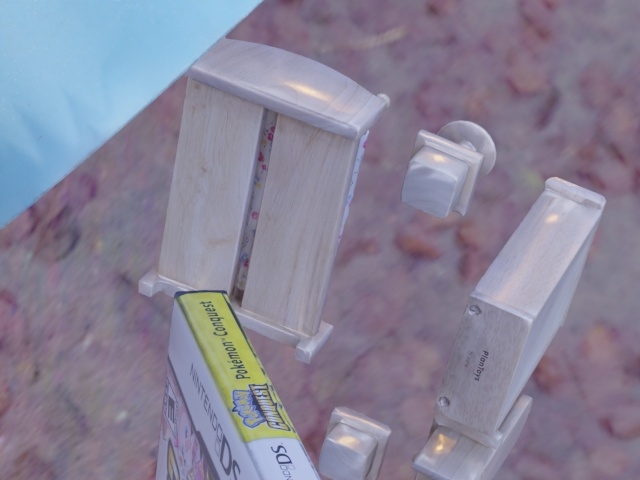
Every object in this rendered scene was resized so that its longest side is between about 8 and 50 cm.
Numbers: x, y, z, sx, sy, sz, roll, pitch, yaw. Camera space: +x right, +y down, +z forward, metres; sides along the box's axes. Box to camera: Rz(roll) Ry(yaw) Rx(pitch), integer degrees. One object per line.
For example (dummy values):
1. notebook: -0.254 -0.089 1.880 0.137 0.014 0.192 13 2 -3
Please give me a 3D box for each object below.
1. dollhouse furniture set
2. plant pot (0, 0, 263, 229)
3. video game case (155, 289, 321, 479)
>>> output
1. dollhouse furniture set: 0.000 0.000 1.418 0.355 0.303 0.174 23 35 14
2. plant pot: -0.166 -0.158 0.948 0.235 0.293 0.293 48 68 -9
3. video game case: -0.052 0.203 1.076 0.035 0.248 0.275 0 115 -18
